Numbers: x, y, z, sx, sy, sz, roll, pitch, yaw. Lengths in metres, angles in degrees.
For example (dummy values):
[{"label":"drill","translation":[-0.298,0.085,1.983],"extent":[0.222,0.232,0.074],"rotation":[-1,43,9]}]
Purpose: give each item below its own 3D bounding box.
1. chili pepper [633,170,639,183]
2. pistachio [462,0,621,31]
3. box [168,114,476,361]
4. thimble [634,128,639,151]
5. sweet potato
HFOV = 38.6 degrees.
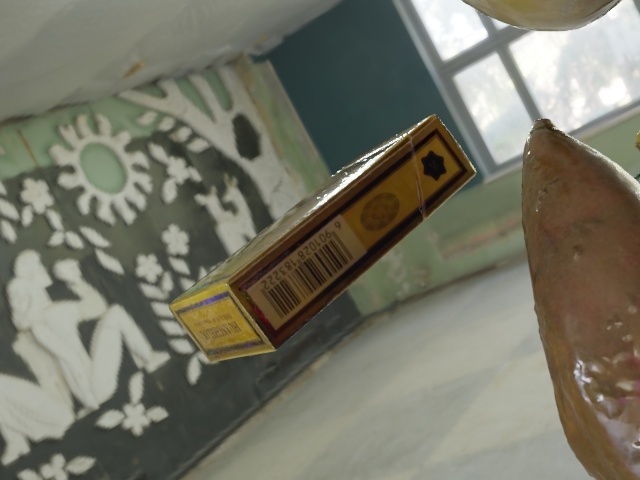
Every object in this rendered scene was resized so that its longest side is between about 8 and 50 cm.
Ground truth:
[{"label":"chili pepper","translation":[0.386,-0.062,0.983],"extent":[0.227,0.059,0.088],"rotation":[-42,26,40]},{"label":"pistachio","translation":[0.201,-0.281,0.851],"extent":[0.181,0.162,0.293],"rotation":[9,18,-20]},{"label":"box","translation":[0.000,0.000,0.965],"extent":[0.301,0.084,0.193],"rotation":[-40,9,-26]},{"label":"thimble","translation":[0.618,-0.182,1.534],"extent":[0.151,0.118,0.127],"rotation":[-40,-26,-6]},{"label":"sweet potato","translation":[0.174,0.098,0.417],"extent":[0.095,0.355,0.106],"rotation":[-33,-8,30]}]
